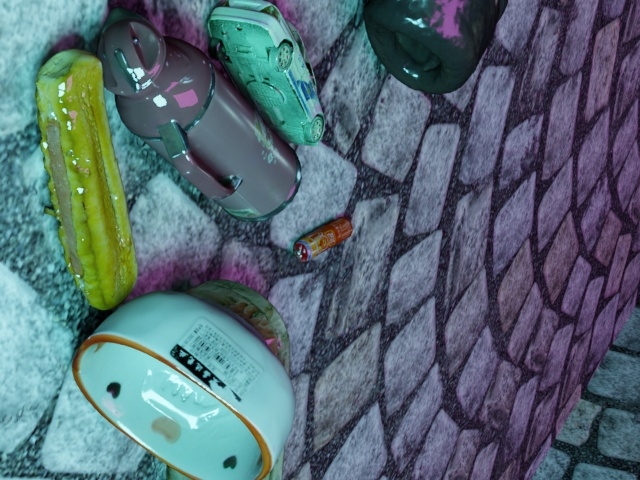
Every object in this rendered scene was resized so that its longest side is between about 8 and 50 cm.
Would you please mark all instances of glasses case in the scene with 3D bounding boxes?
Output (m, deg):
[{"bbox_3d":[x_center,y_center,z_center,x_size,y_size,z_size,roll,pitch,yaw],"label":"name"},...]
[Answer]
[{"bbox_3d":[-0.119,0.248,1.408,0.098,0.156,0.425,-26,128,-48],"label":"glasses case"}]

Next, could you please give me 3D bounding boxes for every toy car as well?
[{"bbox_3d":[-0.054,-0.196,1.327,0.076,0.090,0.224,-66,153,-24],"label":"toy car"}]

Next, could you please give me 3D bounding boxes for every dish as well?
[{"bbox_3d":[-0.132,0.146,1.216,0.117,0.256,0.256,-56,149,-34],"label":"dish"}]

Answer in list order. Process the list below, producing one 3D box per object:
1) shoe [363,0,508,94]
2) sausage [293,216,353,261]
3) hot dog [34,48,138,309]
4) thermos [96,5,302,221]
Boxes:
[{"bbox_3d":[0.151,-0.367,1.509,0.237,0.171,0.384,-62,159,-27],"label":"shoe"},{"bbox_3d":[0.000,0.000,1.608,0.129,0.034,0.034,-29,131,-53],"label":"sausage"},{"bbox_3d":[-0.228,-0.056,1.119,0.088,0.061,0.285,-41,141,-45],"label":"hot dog"},{"bbox_3d":[-0.135,-0.115,1.199,0.330,0.110,0.136,44,59,-60],"label":"thermos"}]
